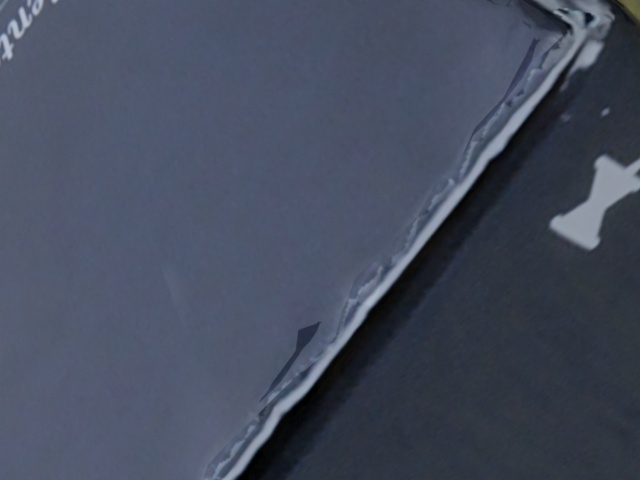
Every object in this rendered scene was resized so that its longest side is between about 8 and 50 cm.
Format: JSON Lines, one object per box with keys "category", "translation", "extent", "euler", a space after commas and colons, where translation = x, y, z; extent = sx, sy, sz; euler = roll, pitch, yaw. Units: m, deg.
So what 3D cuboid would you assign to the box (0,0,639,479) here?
{"category": "box", "translation": [0.000, 0.000, 0.710], "extent": [0.480, 0.297, 0.472], "euler": [25, -166, -47]}
